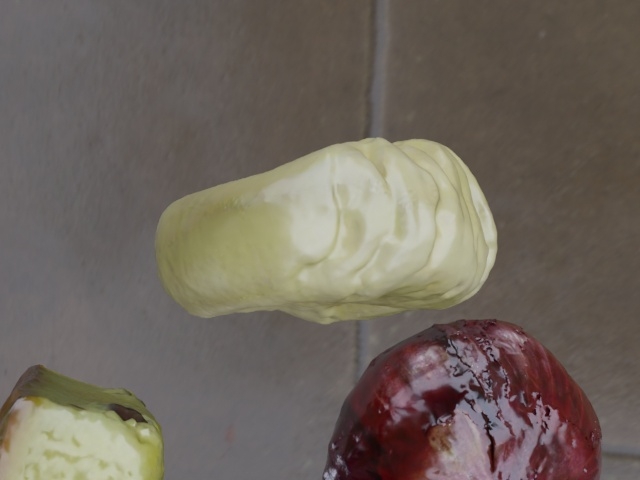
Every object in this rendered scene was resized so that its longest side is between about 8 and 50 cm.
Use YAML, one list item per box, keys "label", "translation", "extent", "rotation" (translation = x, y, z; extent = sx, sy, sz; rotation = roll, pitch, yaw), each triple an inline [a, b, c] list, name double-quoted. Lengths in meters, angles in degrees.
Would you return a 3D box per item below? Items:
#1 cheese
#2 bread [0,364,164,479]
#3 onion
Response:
- label: "cheese"
  translation: [0.000, 0.000, 1.181]
  extent: [0.226, 0.214, 0.117]
  rotation: [-12, 83, 23]
- label: "bread"
  translation: [-0.121, 0.133, 0.792]
  extent: [0.077, 0.361, 0.138]
  rotation: [14, 86, -8]
- label: "onion"
  translation: [0.128, 0.193, 1.481]
  extent: [0.252, 0.219, 0.252]
  rotation: [-5, 114, -11]
